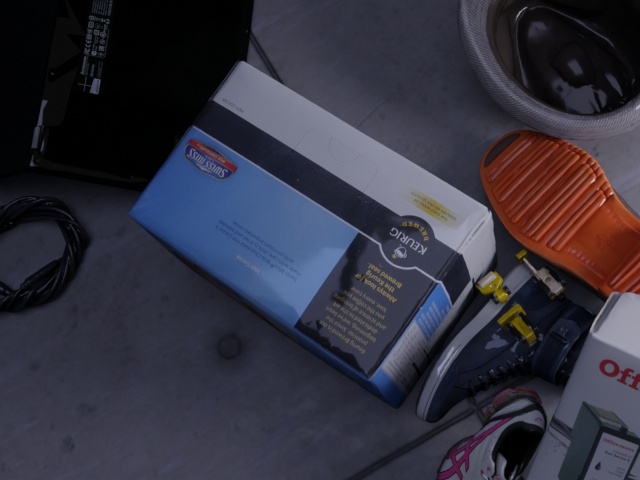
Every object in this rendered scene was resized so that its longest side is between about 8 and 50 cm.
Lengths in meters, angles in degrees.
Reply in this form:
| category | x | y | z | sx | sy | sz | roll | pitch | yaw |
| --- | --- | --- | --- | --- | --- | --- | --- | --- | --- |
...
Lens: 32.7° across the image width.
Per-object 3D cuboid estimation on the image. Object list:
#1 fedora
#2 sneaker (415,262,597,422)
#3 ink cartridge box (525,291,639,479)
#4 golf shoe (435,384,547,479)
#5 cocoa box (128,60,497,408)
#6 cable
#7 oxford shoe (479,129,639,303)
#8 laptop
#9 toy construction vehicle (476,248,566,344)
| category | x | y | z | sx | sy | sz | roll | pitch | yaw |
| --- | --- | --- | --- | --- | --- | --- | --- | --- | --- |
| fedora | 0.303 | -0.240 | 1.340 | 0.244 | 0.124 | 0.275 | -44 | 77 | -2 |
| sneaker | 0.229 | 0.154 | 1.255 | 0.163 | 0.086 | 0.226 | 38 | 83 | 22 |
| ink cartridge box | 0.333 | 0.228 | 1.115 | 0.211 | 0.121 | 0.289 | 24 | 118 | 19 |
| golf shoe | 0.184 | 0.249 | 1.208 | 0.067 | 0.086 | 0.186 | 27 | 110 | -9 |
| cocoa box | 0.000 | 0.000 | 1.273 | 0.347 | 0.231 | 0.228 | 33 | 83 | 19 |
| cable | -0.398 | 0.019 | 1.450 | 0.185 | 0.047 | 0.150 | -11 | 71 | 8 |
| oxford shoe | 0.320 | 0.003 | 1.274 | 0.130 | 0.133 | 0.363 | -42 | 51 | 5 |
| laptop | -0.327 | -0.235 | 1.529 | 0.408 | 0.236 | 0.381 | 10 | 74 | -15 |
| toy construction vehicle | 0.232 | 0.065 | 1.235 | 0.086 | 0.035 | 0.098 | -42 | 52 | 0 |
